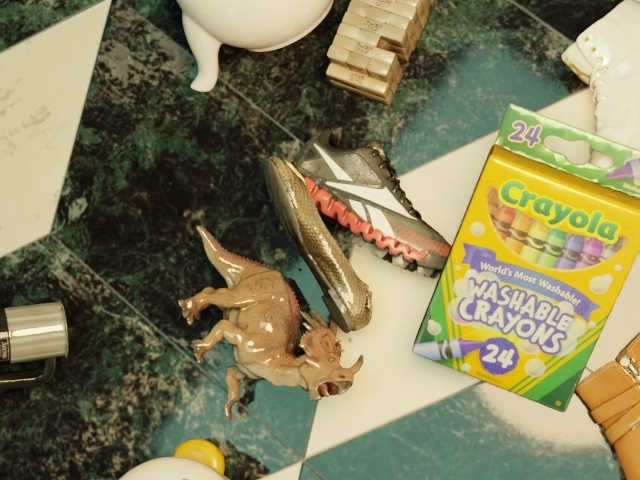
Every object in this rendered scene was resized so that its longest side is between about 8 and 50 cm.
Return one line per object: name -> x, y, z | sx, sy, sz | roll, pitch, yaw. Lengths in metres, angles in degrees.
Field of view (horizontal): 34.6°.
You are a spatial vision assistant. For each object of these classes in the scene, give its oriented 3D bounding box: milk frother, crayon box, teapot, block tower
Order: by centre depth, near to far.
crayon box -> 0.261, 0.023, 1.246 | 0.203, 0.083, 0.323 | 21, 109, 6
teapot -> -0.067, -0.353, 1.407 | 0.256, 0.187, 0.253 | -5, 52, 28
block tower -> 0.117, -0.362, 1.411 | 0.097, 0.091, 0.336 | 22, 87, 14
milk frother -> -0.437, 0.126, 1.452 | 0.134, 0.129, 0.143 | -5, 44, -23

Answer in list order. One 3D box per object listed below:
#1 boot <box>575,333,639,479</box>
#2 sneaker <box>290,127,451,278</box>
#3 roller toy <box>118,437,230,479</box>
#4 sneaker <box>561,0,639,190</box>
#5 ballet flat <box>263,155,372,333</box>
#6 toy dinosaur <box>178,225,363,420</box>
boot -> 0.386, 0.258, 1.241 | 0.283, 0.109, 0.220 | -44, 76, 0
sneaker -> 0.074, -0.056, 1.365 | 0.276, 0.097, 0.135 | 33, 91, 16
roller toy -> -0.185, 0.379, 1.326 | 0.191, 0.146, 0.209 | -28, 72, -4
sneaker -> 0.370, -0.174, 1.326 | 0.169, 0.108, 0.292 | 33, 80, 18
ballet flat -> 0.000, 0.000, 1.323 | 0.058, 0.084, 0.250 | -28, 87, -15
toy dinosaur -> -0.067, 0.106, 1.364 | 0.200, 0.127, 0.296 | -21, 65, 1
